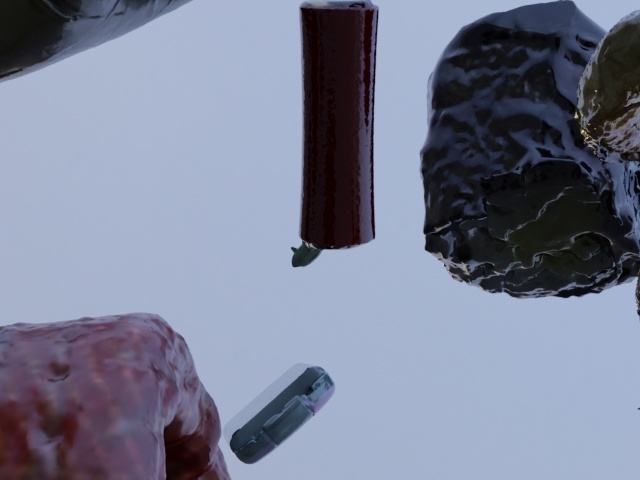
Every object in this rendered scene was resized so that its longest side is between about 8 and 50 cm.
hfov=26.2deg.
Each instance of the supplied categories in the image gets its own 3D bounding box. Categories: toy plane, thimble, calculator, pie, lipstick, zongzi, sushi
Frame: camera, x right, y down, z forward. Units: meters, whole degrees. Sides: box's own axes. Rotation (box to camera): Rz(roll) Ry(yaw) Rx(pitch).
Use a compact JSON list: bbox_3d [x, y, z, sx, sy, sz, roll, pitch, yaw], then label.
[{"bbox_3d":[-0.002,-0.002,1.488,0.033,0.083,0.080,52,-1,-2],"label":"toy plane"},{"bbox_3d":[-0.178,0.212,0.880,0.230,0.350,0.350,-8,-44,4],"label":"thimble"},{"bbox_3d":[-0.051,0.198,1.604,0.045,0.141,0.246,50,-8,-2],"label":"calculator"},{"bbox_3d":[0.387,-0.183,1.354,0.092,0.315,0.315,60,-25,23],"label":"pie"},{"bbox_3d":[0.017,-0.113,1.331,0.080,0.080,0.241,11,-72,37],"label":"lipstick"},{"bbox_3d":[-0.286,-0.222,1.408,0.273,0.300,0.145,-30,-105,18],"label":"zongzi"},{"bbox_3d":[0.274,-0.096,1.715,0.281,0.294,0.299,-21,-39,32],"label":"sushi"}]

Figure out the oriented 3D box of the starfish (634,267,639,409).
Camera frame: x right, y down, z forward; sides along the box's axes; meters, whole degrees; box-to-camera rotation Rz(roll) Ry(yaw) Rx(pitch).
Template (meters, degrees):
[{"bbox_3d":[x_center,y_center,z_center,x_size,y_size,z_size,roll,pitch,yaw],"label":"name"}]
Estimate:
[{"bbox_3d":[0.307,0.130,1.147,0.062,0.277,0.236,-10,-20,3],"label":"starfish"}]
